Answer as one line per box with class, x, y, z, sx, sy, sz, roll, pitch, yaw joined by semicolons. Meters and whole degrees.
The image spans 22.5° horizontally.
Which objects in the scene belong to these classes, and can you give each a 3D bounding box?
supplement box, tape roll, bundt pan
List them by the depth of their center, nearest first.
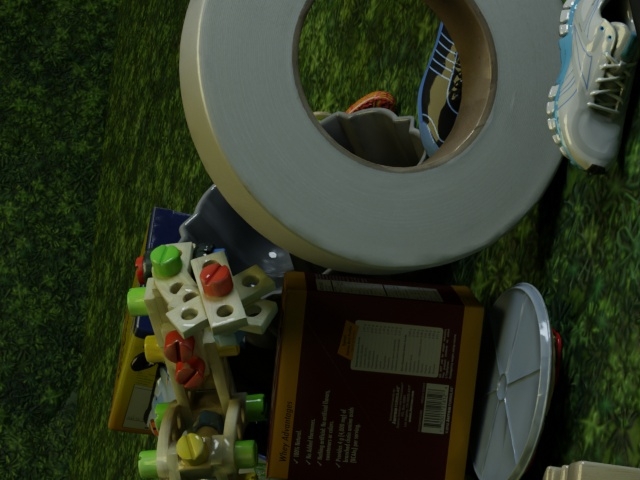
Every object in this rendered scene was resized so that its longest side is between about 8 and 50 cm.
tape roll;0.061;-0.162;1.523;0.072;0.392;0.392;164;116;-70
supplement box;0.050;0.140;1.607;0.129;0.194;0.191;-101;17;-83
bundt pan;0.000;0.000;1.828;0.331;0.124;0.331;-22;33;15
supplement box;-0.179;0.132;2.292;0.356;0.194;0.195;115;163;-58

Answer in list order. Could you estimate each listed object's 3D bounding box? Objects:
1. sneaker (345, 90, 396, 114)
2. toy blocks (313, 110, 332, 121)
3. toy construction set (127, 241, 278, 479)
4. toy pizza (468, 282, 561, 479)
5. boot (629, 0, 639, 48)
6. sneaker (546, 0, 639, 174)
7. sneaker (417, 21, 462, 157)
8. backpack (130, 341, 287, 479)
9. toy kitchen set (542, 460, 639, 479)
sneaker;0.047;-0.148;2.077;0.175;0.064;0.067;132;155;-53
toy blocks;-0.009;-0.086;2.214;0.123;0.054;0.148;120;154;-46
toy construction set;-0.124;0.126;1.609;0.215;0.151;0.328;-86;2;-49
toy pizza;0.186;0.140;1.522;0.201;0.032;0.201;-171;90;-77
boot;0.321;-0.337;1.208;0.367;0.146;0.445;106;168;-47
sneaker;0.254;-0.154;1.444;0.083;0.071;0.191;-33;49;58
sneaker;0.160;-0.194;1.726;0.090;0.081;0.232;142;137;-73
backpack;-0.052;0.231;1.837;0.263;0.276;0.213;36;126;47
toy kitchen set;0.235;0.262;1.239;0.207;0.122;0.166;87;-169;-80
